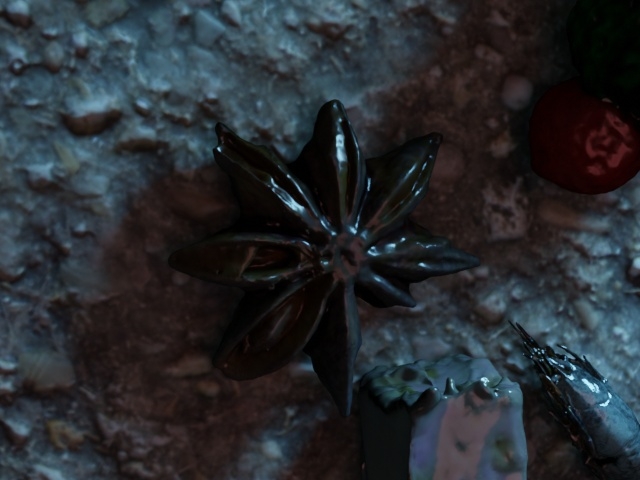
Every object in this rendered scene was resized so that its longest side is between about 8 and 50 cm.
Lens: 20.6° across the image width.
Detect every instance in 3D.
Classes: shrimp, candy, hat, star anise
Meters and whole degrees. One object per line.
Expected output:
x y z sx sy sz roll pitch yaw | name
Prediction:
0.266 0.163 1.823 0.233 0.079 0.090 50 45 -15 | shrimp
0.120 0.217 1.720 0.137 0.185 0.195 -4 98 -14 | candy
0.330 -0.182 1.725 0.274 0.242 0.332 41 96 -6 | hat
0.012 0.013 1.699 0.315 0.108 0.315 -3 97 -22 | star anise
